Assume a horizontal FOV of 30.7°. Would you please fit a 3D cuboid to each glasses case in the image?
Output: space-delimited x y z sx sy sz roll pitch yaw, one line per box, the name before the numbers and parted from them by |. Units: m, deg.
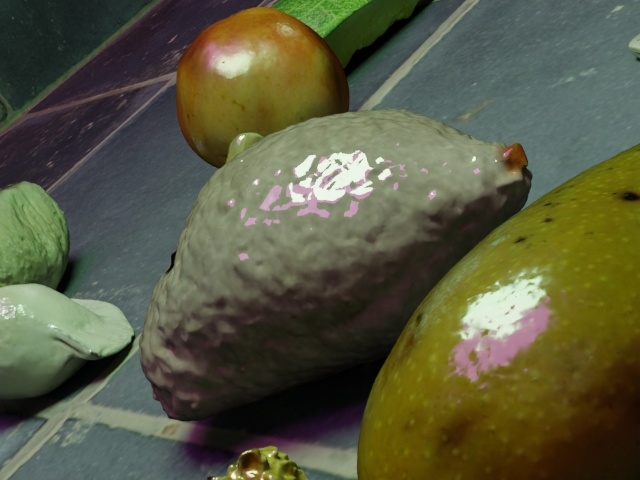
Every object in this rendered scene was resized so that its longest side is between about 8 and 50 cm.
glasses case | 0.309 -0.176 1.058 0.032 0.021 0.083 -33 22 -1

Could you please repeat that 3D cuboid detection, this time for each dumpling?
dumpling | -0.315 0.102 1.253 0.215 0.126 0.166 -31 6 17

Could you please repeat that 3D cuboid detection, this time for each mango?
mango | 0.147 0.043 0.625 0.176 0.176 0.329 9 51 41

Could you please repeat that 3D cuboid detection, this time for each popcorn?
popcorn | -0.043 0.174 0.767 0.057 0.083 0.082 22 32 34

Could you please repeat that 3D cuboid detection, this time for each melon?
melon | 0.008 -0.294 1.600 0.323 0.124 0.196 -42 30 -14

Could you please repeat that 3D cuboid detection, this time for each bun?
bun | -0.417 0.040 1.482 0.244 0.153 0.244 -46 5 5

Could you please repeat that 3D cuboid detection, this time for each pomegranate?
pomegranate | -0.070 -0.164 1.332 0.209 0.209 0.209 -29 22 13

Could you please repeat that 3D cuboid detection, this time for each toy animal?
toy animal | 0.006 -0.003 0.912 0.358 0.188 0.226 -22 30 27
